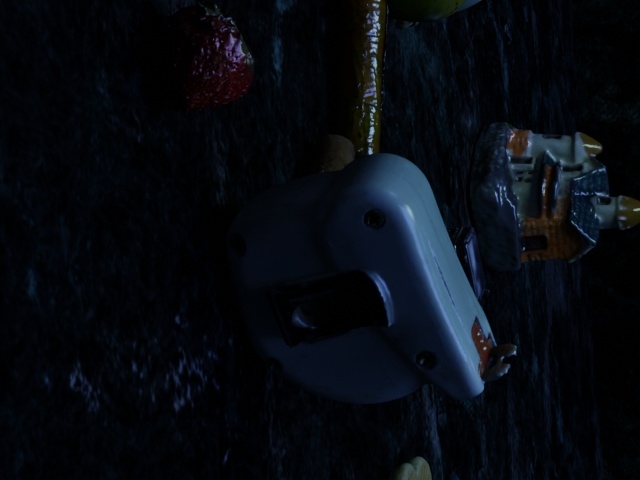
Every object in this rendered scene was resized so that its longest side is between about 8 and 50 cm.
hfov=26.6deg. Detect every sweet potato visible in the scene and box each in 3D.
[{"bbox_3d":[0.000,0.000,1.518,0.067,0.059,0.281,47,40,-46],"label":"sweet potato"}]

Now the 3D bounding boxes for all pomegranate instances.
[{"bbox_3d":[0.136,-0.370,1.817,0.210,0.179,0.179,42,46,-73],"label":"pomegranate"}]

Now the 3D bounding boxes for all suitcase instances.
[{"bbox_3d":[0.221,0.045,2.109,0.086,0.059,0.126,-56,137,-62],"label":"suitcase"}]

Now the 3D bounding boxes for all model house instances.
[{"bbox_3d":[0.429,-0.087,2.391,0.271,0.301,0.190,-66,152,-54],"label":"model house"}]

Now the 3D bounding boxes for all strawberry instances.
[{"bbox_3d":[-0.110,-0.163,1.227,0.106,0.106,0.106,-5,90,-70],"label":"strawberry"}]

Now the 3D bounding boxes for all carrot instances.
[{"bbox_3d":[0.048,-0.214,1.696,0.070,0.070,0.260,35,55,-65],"label":"carrot"}]

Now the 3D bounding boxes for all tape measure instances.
[{"bbox_3d":[0.036,0.052,1.336,0.243,0.246,0.125,66,25,-19],"label":"tape measure"}]

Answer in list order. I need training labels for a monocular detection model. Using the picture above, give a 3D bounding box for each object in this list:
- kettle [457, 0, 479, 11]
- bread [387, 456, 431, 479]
[{"bbox_3d":[0.153,-0.484,1.959,0.210,0.160,0.243,-100,165,-51],"label":"kettle"},{"bbox_3d":[0.108,0.389,1.748,0.251,0.039,0.182,-72,149,-47],"label":"bread"}]
